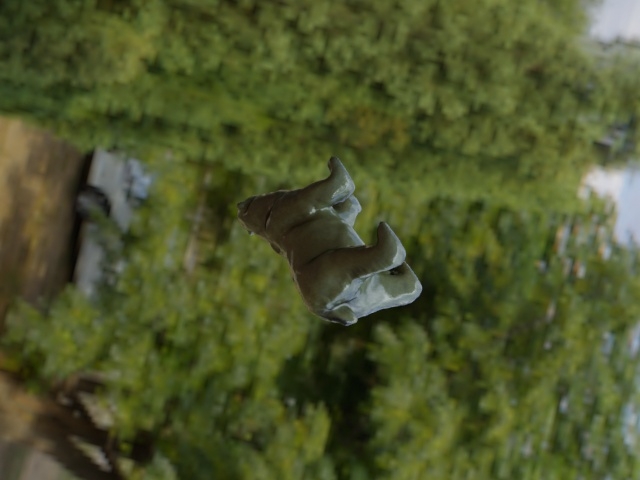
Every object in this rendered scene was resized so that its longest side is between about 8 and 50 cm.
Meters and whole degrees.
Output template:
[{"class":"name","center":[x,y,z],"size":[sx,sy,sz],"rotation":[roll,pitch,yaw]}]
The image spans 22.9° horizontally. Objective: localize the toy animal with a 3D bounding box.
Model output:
[{"class":"toy animal","center":[0.000,0.000,1.331],"size":[0.103,0.101,0.218],"rotation":[57,-2,-43]}]
